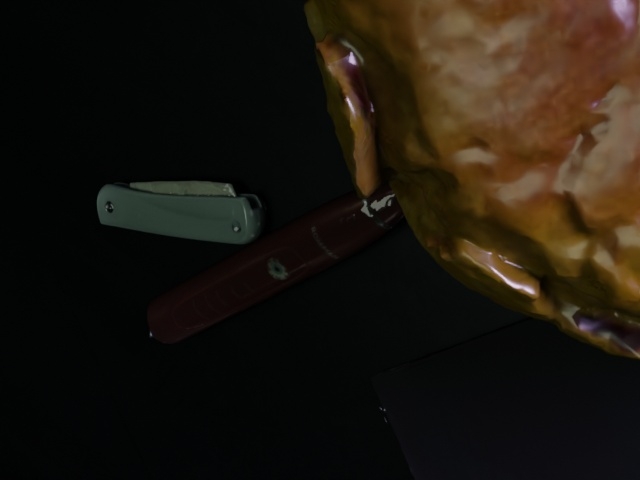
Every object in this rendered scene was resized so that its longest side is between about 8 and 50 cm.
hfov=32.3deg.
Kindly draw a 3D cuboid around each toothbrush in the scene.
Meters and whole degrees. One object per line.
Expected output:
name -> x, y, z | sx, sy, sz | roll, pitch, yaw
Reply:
toothbrush -> 0.000, 0.000, 0.714 | 0.364, 0.041, 0.041 | -27, 86, 41

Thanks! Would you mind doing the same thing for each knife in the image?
knife -> -0.105, -0.024, 0.802 | 0.162, 0.023, 0.044 | 7, 110, 38

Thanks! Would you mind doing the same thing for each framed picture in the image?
framed picture -> 0.186, 0.200, 0.641 | 0.255, 0.014, 0.339 | -28, 85, 42

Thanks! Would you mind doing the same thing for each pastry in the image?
pastry -> 0.144, -0.118, 0.449 | 0.356, 0.164, 0.356 | 9, 113, 22
